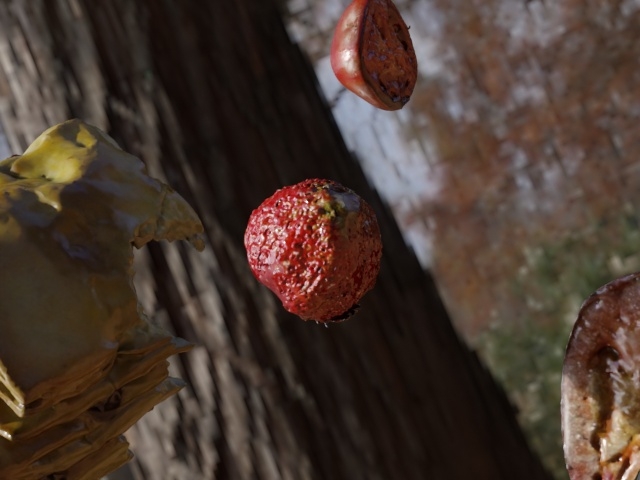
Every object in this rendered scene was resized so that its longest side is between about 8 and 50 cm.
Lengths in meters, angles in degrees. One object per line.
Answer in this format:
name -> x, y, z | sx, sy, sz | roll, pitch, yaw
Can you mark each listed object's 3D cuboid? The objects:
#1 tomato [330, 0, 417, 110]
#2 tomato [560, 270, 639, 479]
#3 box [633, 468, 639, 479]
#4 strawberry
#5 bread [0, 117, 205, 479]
tomato -> 0.068, -0.251, 2.508 | 0.082, 0.166, 0.174 | -8, -37, 26
tomato -> 0.415, 0.174, 1.847 | 0.338, 0.338, 0.143 | -28, 0, 28
box -> 0.446, 0.256, 1.559 | 0.359, 0.091, 0.350 | 21, -2, 14
strawberry -> -0.001, 0.000, 1.213 | 0.106, 0.106, 0.106 | -22, -10, -4
bread -> -0.265, 0.056, 1.686 | 0.370, 0.314, 0.191 | -37, -21, -28
